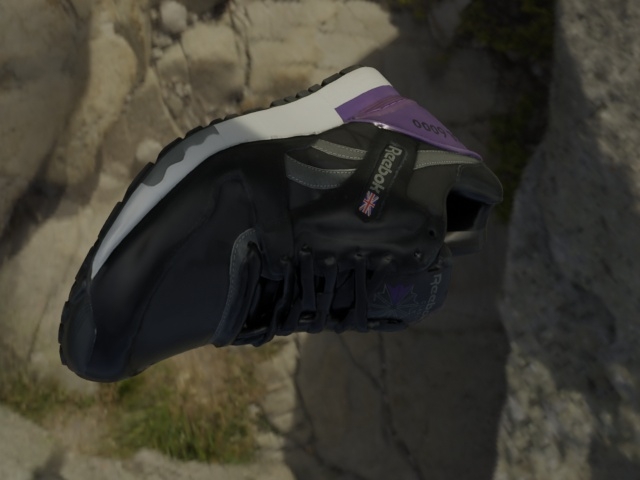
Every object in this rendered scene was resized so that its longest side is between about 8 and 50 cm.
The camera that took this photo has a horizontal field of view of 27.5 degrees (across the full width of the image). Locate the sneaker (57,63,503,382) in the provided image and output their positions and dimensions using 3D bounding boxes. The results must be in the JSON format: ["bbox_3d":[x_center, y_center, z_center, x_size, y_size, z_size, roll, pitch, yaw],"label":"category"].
[{"bbox_3d":[0.000,0.000,0.646,0.283,0.124,0.107,-37,155,-47],"label":"sneaker"}]
